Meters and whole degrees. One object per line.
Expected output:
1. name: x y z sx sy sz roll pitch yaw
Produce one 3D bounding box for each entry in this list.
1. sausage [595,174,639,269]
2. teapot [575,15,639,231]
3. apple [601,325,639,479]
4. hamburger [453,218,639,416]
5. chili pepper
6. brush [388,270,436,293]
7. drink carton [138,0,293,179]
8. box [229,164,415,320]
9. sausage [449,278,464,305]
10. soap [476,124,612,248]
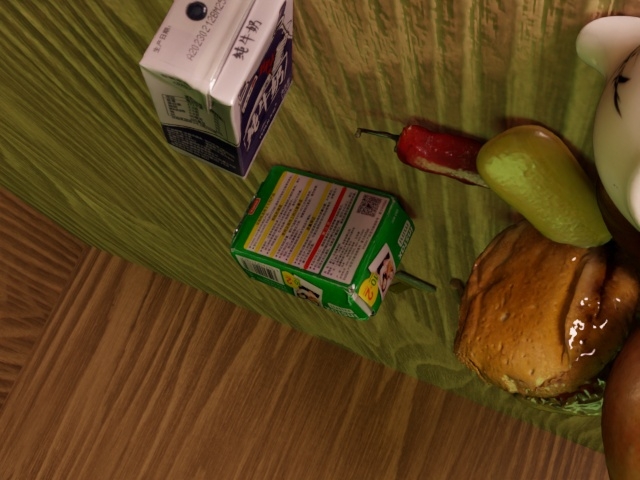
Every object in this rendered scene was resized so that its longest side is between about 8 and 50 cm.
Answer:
1. sausage: 0.315 -0.023 0.755 0.102 0.076 0.302 32 179 38
2. teapot: 0.305 -0.060 0.517 0.299 0.166 0.208 12 137 16
3. apple: 0.436 0.193 0.722 0.338 0.339 0.305 30 155 -23
4. hamburger: 0.292 0.097 0.972 0.163 0.245 0.244 28 167 -32
5. chili pepper: 0.159 -0.083 0.880 0.267 0.051 0.059 20 151 14
6. brush: 0.171 0.094 1.653 0.083 0.011 0.205 25 168 -5
7. drink carton: -0.097 -0.168 0.810 0.101 0.134 0.222 26 167 4
8. box: 0.000 0.000 1.211 0.250 0.180 0.103 18 162 29
9. sausage: 0.260 0.102 1.494 0.024 0.024 0.132 18 165 25
10. soap: 0.230 -0.051 0.822 0.089 0.033 0.168 -26 122 36
